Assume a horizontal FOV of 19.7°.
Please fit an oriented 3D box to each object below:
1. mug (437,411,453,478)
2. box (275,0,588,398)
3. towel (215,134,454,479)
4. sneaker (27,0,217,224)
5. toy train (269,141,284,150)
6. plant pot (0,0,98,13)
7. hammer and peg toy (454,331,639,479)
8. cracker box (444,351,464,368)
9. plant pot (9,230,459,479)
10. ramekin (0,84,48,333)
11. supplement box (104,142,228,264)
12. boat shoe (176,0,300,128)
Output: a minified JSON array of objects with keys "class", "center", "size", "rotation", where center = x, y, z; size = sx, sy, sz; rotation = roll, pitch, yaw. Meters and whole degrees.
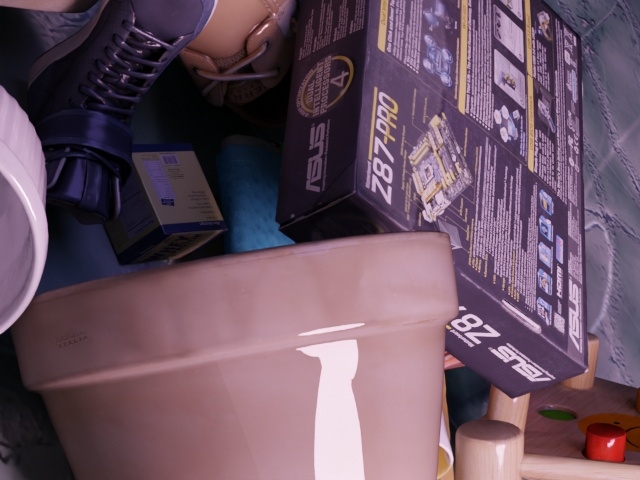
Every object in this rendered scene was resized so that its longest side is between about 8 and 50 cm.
[{"class":"mug","center":[0.079,0.168,1.571],"size":[0.062,0.078,0.064],"rotation":[10,46,-11]},{"class":"box","center":[0.112,-0.104,1.612],"size":[0.318,0.097,0.394],"rotation":[37,43,-37]},{"class":"towel","center":[0.016,0.108,1.598],"size":[0.271,0.040,0.370],"rotation":[23,52,-41]},{"class":"sneaker","center":[-0.155,-0.107,1.416],"size":[0.086,0.226,0.163],"rotation":[24,49,-29]},{"class":"toy train","center":[-0.020,-0.082,1.752],"size":[0.083,0.017,0.023],"rotation":[4,50,-51]},{"class":"plant pot","center":[-0.237,-0.283,1.451],"size":[0.284,0.284,0.190],"rotation":[-4,105,-53]},{"class":"hammer and peg toy","center":[0.268,0.203,1.662],"size":[0.361,0.266,0.127],"rotation":[-23,123,-60]},{"class":"cracker box","center":[0.121,-0.001,1.702],"size":[0.156,0.067,0.232],"rotation":[-5,73,-52]},{"class":"plant pot","center":[-0.042,0.156,1.307],"size":[0.323,0.323,0.280],"rotation":[-3,81,-53]},{"class":"ramekin","center":[-0.278,-0.032,1.219],"size":[0.207,0.207,0.109],"rotation":[40,28,-24]},{"class":"supplement box","center":[-0.136,-0.031,1.525],"size":[0.083,0.056,0.083],"rotation":[-5,67,-54]},{"class":"boat shoe","center":[-0.066,-0.176,1.595],"size":[0.341,0.122,0.110],"rotation":[30,47,-75]}]
